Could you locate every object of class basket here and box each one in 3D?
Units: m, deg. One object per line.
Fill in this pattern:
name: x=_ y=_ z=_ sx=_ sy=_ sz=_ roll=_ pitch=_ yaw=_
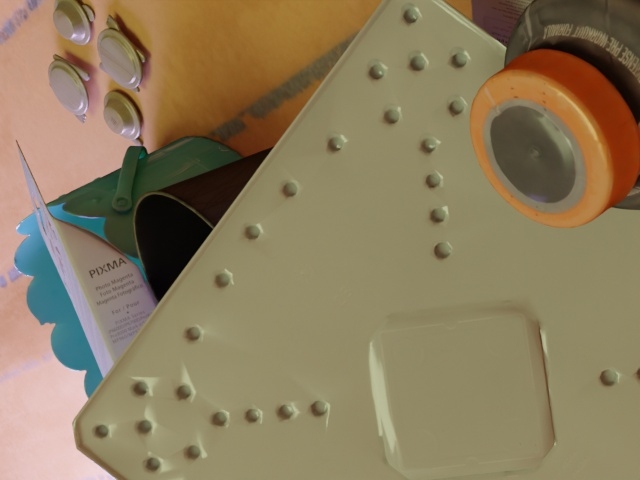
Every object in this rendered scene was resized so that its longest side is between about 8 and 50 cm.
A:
basket: x=0.000 y=0.000 z=1.079 sx=0.204 sy=0.227 sz=0.154 roll=59 pitch=147 yaw=-5

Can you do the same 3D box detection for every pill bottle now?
pill bottle: x=0.188 y=-0.100 z=0.734 sx=0.130 sy=0.246 sz=0.130 roll=32 pitch=141 yaw=31

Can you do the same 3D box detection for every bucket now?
bucket: x=-0.149 y=0.041 z=1.345 sx=0.281 sy=0.183 sz=0.281 roll=32 pitch=140 yaw=31

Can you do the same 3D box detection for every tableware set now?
tableware set: x=-0.230 y=-0.174 z=1.406 sx=0.141 sy=0.020 sz=0.168 roll=37 pitch=142 yaw=22

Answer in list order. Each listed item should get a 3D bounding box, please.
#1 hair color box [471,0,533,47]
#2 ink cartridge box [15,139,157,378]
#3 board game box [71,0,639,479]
hair color box: x=0.158 y=-0.106 z=0.945 sx=0.093 sy=0.053 sz=0.167 roll=23 pitch=134 yaw=37
ink cartridge box: x=-0.182 y=0.043 z=1.155 sx=0.189 sy=0.066 sz=0.232 roll=101 pitch=149 yaw=-65
board game box: x=0.095 y=0.097 z=0.917 sx=0.390 sy=0.050 sz=0.390 roll=37 pitch=101 yaw=2
